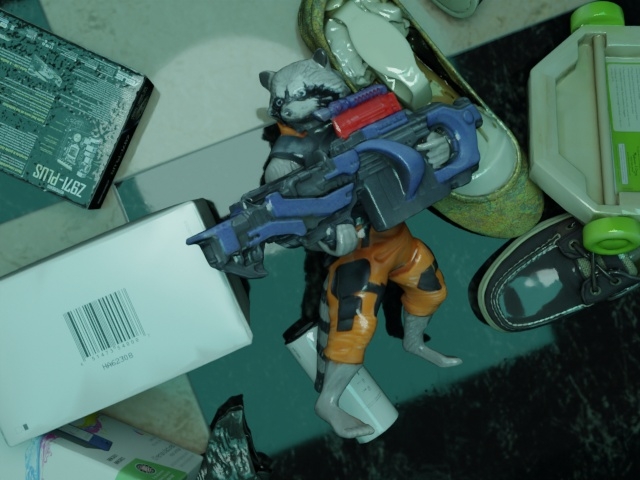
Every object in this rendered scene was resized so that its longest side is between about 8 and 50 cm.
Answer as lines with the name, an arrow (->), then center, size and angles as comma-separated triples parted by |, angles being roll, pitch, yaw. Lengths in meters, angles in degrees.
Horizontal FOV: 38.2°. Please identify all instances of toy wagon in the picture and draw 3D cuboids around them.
toy wagon -> 0.386, -0.112, 0.935 | 0.344, 0.068, 0.267 | 2, 68, 3

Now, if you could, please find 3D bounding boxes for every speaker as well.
speaker -> 0.023, 0.147, 0.977 | 0.055, 0.055, 0.136 | -37, 95, -2

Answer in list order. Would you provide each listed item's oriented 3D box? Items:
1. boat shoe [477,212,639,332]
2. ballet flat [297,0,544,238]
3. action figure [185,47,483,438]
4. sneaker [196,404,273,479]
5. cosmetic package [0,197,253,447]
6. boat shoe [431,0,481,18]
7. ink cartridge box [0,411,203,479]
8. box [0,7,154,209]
boat shoe -> 0.301, 0.010, 0.974 | 0.285, 0.092, 0.103 | -25, 92, -4
ballet flat -> 0.109, -0.134, 0.942 | 0.123, 0.123, 0.348 | -42, 95, -2
action figure -> 0.000, 0.000, 0.825 | 0.341, 0.178, 0.330 | -19, 101, -40
sneaker -> -0.086, 0.268, 0.975 | 0.089, 0.051, 0.170 | -25, 91, 1
cosmetic package -> -0.191, 0.061, 0.870 | 0.224, 0.224, 0.138 | -23, 94, -4
boat shoe -> 0.110, -0.339, 0.950 | 0.068, 0.081, 0.228 | -38, 98, -31
ink cartridge box -> -0.239, 0.224, 0.891 | 0.212, 0.154, 0.093 | 20, 90, 7
box -> -0.280, -0.132, 0.927 | 0.180, 0.077, 0.147 | 24, 90, -5
